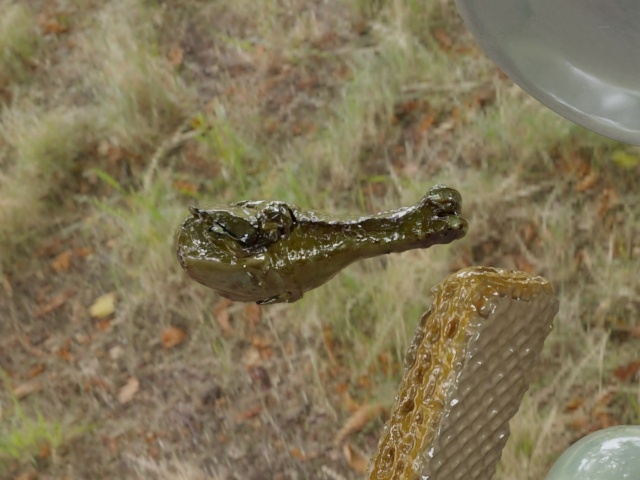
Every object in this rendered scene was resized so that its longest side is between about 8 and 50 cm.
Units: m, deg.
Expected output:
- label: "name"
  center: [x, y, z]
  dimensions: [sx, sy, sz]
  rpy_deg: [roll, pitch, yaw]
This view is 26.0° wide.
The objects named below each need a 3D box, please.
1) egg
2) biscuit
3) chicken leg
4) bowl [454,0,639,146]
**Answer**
- label: "egg"
  center: [0.326, 0.310, 1.526]
  dimensions: [0.183, 0.264, 0.182]
  rpy_deg: [8, 52, -10]
- label: "biscuit"
  center: [0.070, 0.194, 1.016]
  dimensions: [0.054, 0.094, 0.378]
  rpy_deg: [33, 110, 42]
- label: "chicken leg"
  center: [-0.009, 0.010, 1.776]
  dimensions: [0.361, 0.211, 0.140]
  rpy_deg: [-2, 83, -16]
- label: "bowl"
  center: [0.153, -0.140, 0.580]
  dimensions: [0.346, 0.345, 0.157]
  rpy_deg: [25, 67, 25]
